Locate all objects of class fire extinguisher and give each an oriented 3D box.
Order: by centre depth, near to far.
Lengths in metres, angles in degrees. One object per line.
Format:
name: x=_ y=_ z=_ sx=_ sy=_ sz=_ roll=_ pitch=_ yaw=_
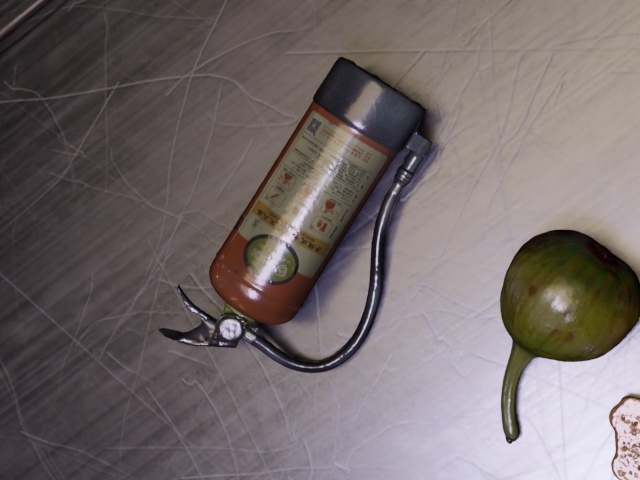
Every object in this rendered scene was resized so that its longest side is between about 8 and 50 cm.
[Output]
fire extinguisher: x=-0.005 y=-0.001 z=1.830 sx=0.200 sy=0.113 sz=0.376 roll=36 pitch=98 yaw=14

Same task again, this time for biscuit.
biscuit: x=0.396 y=0.212 z=1.745 sx=0.184 sy=0.027 sz=0.133 roll=-14 pitch=83 yaw=15

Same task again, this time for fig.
fig: x=0.241 y=0.107 z=1.767 sx=0.149 sy=0.149 sz=0.245 roll=35 pitch=118 yaw=15
